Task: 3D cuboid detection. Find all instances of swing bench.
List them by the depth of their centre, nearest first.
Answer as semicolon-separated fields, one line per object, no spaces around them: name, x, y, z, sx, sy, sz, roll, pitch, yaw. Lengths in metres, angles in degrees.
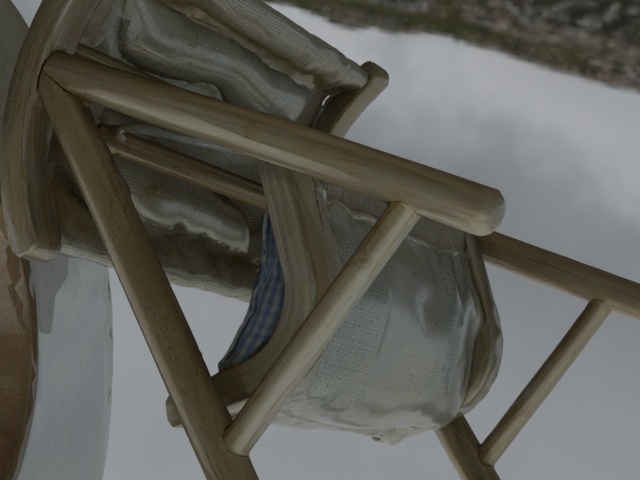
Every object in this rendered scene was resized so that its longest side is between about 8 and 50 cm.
swing bench;0.000;0.000;0.619;0.254;0.165;0.253;42;-168;31

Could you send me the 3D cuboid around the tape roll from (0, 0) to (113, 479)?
tape roll;-0.202;0.048;0.536;0.072;0.392;0.392;-4;-169;17
